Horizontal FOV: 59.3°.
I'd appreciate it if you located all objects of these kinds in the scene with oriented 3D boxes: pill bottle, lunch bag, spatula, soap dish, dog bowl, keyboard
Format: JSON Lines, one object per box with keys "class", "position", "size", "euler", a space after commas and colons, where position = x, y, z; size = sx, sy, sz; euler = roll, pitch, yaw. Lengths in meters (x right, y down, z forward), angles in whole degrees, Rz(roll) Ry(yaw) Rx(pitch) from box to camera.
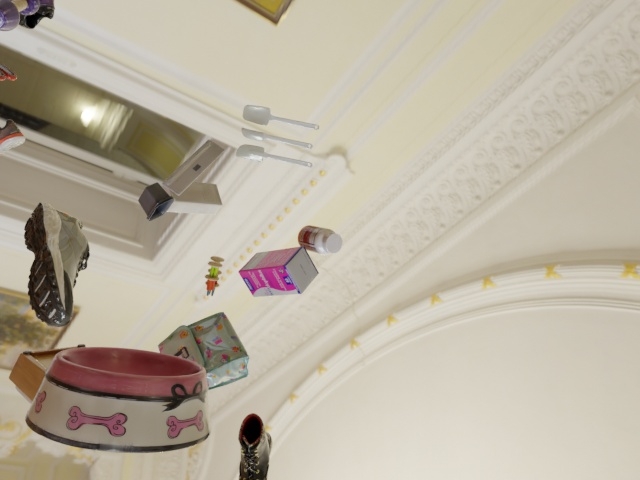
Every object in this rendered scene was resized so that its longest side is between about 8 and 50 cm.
{"class": "pill bottle", "position": [0.000, 0.000, 1.803], "size": [0.152, 0.086, 0.086], "euler": [14, -96, 54]}
{"class": "lunch bag", "position": [-0.406, 0.397, 1.933], "size": [0.223, 0.262, 0.160], "euler": [53, -32, 36]}
{"class": "spatula", "position": [-0.130, -0.319, 1.750], "size": [0.019, 0.242, 0.168], "euler": [-113, -146, -78]}
{"class": "soap dish", "position": [-0.731, 0.390, 1.618], "size": [0.291, 0.229, 0.118], "euler": [7, -85, 46]}
{"class": "dog bowl", "position": [-0.445, 0.351, 1.304], "size": [0.408, 0.408, 0.150], "euler": [3, -96, 59]}
{"class": "keyboard", "position": [-0.439, -0.258, 1.958], "size": [0.256, 0.072, 0.014], "euler": [-53, 180, -30]}

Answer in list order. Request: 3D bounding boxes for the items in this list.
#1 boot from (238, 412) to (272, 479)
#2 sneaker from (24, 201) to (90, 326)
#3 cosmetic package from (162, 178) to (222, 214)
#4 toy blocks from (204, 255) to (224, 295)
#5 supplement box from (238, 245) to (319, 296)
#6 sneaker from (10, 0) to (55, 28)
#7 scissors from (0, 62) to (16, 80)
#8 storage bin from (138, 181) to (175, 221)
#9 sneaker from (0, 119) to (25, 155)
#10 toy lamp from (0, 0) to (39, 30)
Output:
{"class": "boot", "position": [-0.185, 0.593, 1.488], "size": [0.178, 0.085, 0.236], "euler": [85, 11, -50]}
{"class": "sneaker", "position": [-0.471, 0.039, 1.033], "size": [0.100, 0.108, 0.271], "euler": [-46, -132, 25]}
{"class": "cosmetic package", "position": [-0.536, -0.179, 2.344], "size": [0.085, 0.231, 0.117], "euler": [-46, -126, 40]}
{"class": "toy blocks", "position": [-0.390, 0.142, 2.027], "size": [0.123, 0.054, 0.148], "euler": [-101, -155, -75]}
{"class": "supplement box", "position": [-0.136, 0.102, 1.796], "size": [0.220, 0.111, 0.114], "euler": [-8, -151, 42]}
{"class": "sneaker", "position": [-0.995, -0.746, 1.836], "size": [0.283, 0.107, 0.124], "euler": [-11, -91, 19]}
{"class": "scissors", "position": [-1.086, -0.585, 1.726], "size": [0.021, 0.297, 0.109], "euler": [-49, -162, 20]}
{"class": "storage bin", "position": [-0.604, -0.149, 2.066], "size": [0.098, 0.091, 0.135], "euler": [-34, 177, -43]}
{"class": "sneaker", "position": [-0.746, -0.227, 1.275], "size": [0.158, 0.064, 0.061], "euler": [-21, -174, 8]}
{"class": "toy lamp", "position": [-0.757, -0.568, 1.378], "size": [0.080, 0.080, 0.274], "euler": [-55, -154, 22]}
